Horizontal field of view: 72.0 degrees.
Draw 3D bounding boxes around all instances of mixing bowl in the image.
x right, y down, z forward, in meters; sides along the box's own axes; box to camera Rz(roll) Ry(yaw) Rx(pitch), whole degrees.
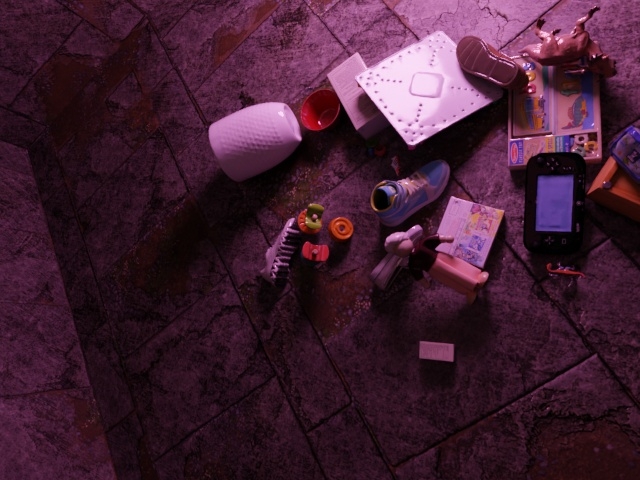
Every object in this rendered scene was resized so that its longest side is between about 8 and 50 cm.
[{"bbox_3d":[0.017,-0.529,1.852,0.181,0.098,0.181,-6,76,26],"label":"mixing bowl"}]

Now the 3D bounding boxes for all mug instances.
[{"bbox_3d":[-0.261,-0.469,1.914,0.328,0.276,0.374,-20,40,17],"label":"mug"}]

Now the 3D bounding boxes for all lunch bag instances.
[{"bbox_3d":[0.858,-0.228,1.178,0.096,0.151,0.129,-36,66,16],"label":"lunch bag"}]

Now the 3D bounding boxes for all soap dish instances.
[{"bbox_3d":[0.966,-0.163,1.262,0.291,0.118,0.229,35,96,29],"label":"soap dish"}]

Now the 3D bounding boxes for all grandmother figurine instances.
[{"bbox_3d":[0.376,0.068,1.466,0.342,0.104,0.208,27,103,10],"label":"grandmother figurine"}]

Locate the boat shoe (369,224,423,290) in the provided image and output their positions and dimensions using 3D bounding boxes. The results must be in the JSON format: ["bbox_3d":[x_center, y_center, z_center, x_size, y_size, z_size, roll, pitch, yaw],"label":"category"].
[{"bbox_3d":[0.289,0.067,1.582,0.088,0.096,0.267,45,102,24],"label":"boat shoe"}]

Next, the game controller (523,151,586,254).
[{"bbox_3d":[0.731,-0.116,1.379,0.166,0.067,0.319,2,92,30],"label":"game controller"}]

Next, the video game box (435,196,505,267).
[{"bbox_3d":[0.506,-0.029,1.515,0.187,0.048,0.205,22,90,32],"label":"video game box"}]

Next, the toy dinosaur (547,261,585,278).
[{"bbox_3d":[0.743,0.090,1.350,0.082,0.090,0.047,3,90,-16],"label":"toy dinosaur"}]

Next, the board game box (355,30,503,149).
[{"bbox_3d":[0.388,-0.557,1.619,0.390,0.050,0.390,-29,65,-4],"label":"board game box"}]

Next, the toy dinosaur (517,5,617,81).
[{"bbox_3d":[0.775,-0.600,1.403,0.295,0.127,0.200,6,88,34],"label":"toy dinosaur"}]

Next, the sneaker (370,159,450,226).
[{"bbox_3d":[0.313,-0.185,1.558,0.319,0.208,0.127,-45,61,12],"label":"sneaker"}]

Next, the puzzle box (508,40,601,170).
[{"bbox_3d":[0.770,-0.442,1.465,0.272,0.052,0.409,-2,78,28],"label":"puzzle box"}]

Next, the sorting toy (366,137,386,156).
[{"bbox_3d":[0.220,-0.362,1.748,0.061,0.042,0.102,-37,51,-1],"label":"sorting toy"}]

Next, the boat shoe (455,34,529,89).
[{"bbox_3d":[0.592,-0.607,1.532,0.111,0.104,0.307,-57,46,33],"label":"boat shoe"}]

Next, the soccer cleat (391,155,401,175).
[{"bbox_3d":[0.291,-0.286,1.697,0.035,0.029,0.083,-15,69,33],"label":"soccer cleat"}]

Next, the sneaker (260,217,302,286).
[{"bbox_3d":[-0.168,0.040,1.825,0.118,0.110,0.292,20,89,39],"label":"sneaker"}]

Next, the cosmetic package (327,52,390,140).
[{"bbox_3d":[0.167,-0.581,1.778,0.160,0.113,0.309,-31,67,18],"label":"cosmetic package"}]

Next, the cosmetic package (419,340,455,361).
[{"bbox_3d":[0.395,0.374,1.486,0.115,0.041,0.060,1,79,28],"label":"cosmetic package"}]

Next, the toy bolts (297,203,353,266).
[{"bbox_3d":[0.000,0.000,1.754,0.218,0.158,0.229,16,73,-10],"label":"toy bolts"}]
